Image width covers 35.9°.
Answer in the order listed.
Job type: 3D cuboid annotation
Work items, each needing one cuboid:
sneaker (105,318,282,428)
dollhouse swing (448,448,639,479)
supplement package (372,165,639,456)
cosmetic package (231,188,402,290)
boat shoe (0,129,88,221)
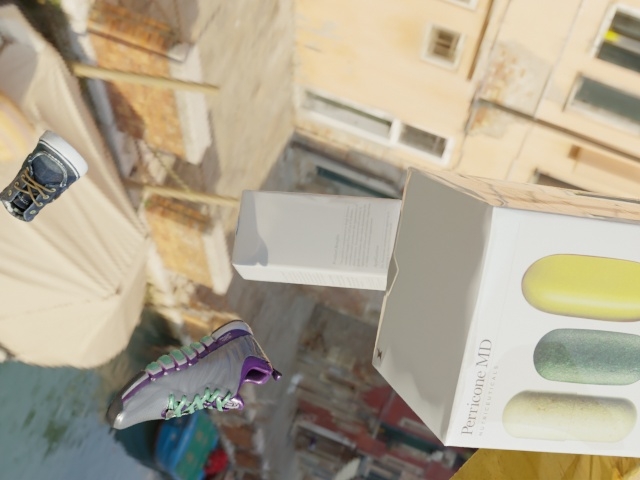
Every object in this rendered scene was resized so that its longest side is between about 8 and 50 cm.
[{"bbox_3d":[-0.150,0.181,1.206,0.223,0.098,0.083,-30,158,-35],"label":"sneaker"},{"bbox_3d":[0.383,0.366,1.356,0.347,0.305,0.315,-53,-157,26],"label":"dollhouse swing"},{"bbox_3d":[0.211,0.061,0.872,0.198,0.262,0.199,-139,-123,-70],"label":"supplement package"},{"bbox_3d":[0.000,0.000,1.397,0.085,0.231,0.117,64,33,-69],"label":"cosmetic package"},{"bbox_3d":[-0.331,-0.069,1.168,0.083,0.065,0.183,-52,-170,-20],"label":"boat shoe"}]
